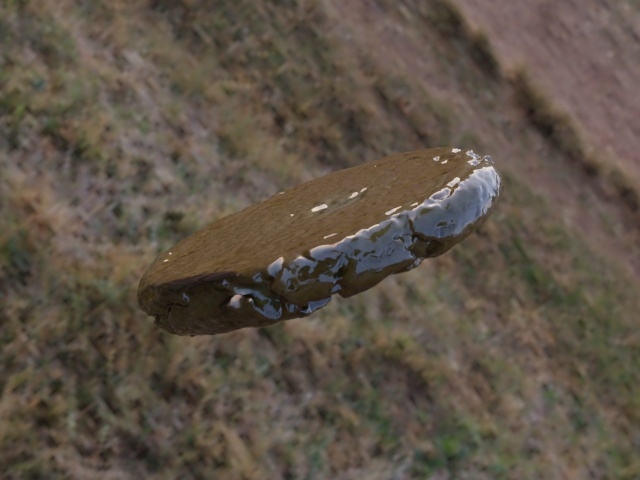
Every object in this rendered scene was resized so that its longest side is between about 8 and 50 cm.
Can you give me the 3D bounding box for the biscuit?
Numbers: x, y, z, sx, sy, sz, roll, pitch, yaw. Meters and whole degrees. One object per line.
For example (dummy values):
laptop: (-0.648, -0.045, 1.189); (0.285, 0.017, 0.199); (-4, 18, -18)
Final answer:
biscuit: (0.000, 0.000, 0.910); (0.226, 0.226, 0.042); (-40, 111, -59)
